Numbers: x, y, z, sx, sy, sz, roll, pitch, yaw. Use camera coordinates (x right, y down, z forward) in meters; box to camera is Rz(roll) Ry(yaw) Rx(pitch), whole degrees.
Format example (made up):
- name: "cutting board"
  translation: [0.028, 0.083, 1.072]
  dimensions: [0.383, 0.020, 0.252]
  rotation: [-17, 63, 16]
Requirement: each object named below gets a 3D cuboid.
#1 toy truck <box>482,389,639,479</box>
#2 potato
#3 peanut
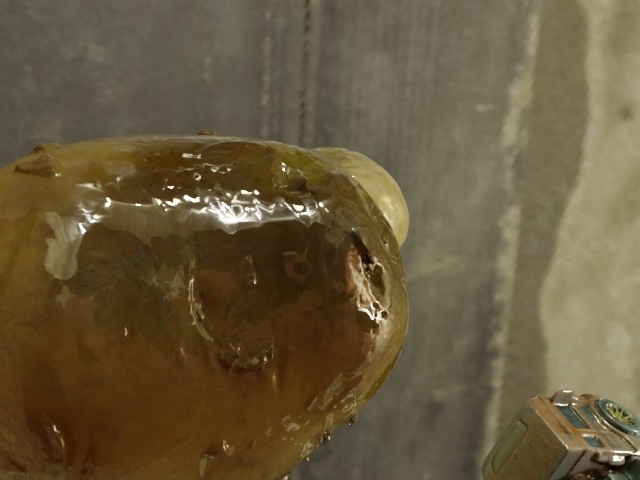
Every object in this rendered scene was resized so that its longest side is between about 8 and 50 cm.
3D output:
- name: "toy truck"
  translation: [0.218, 0.219, 1.071]
  dimensions: [0.140, 0.257, 0.108]
  rotation: [12, 118, -41]
- name: "potato"
  translation: [-0.047, 0.022, 0.544]
  dimensions: [0.200, 0.164, 0.081]
  rotation: [-15, 163, -34]
- name: "peanut"
  translation: [0.000, 0.000, 1.170]
  dimensions: [0.111, 0.274, 0.125]
  rotation: [-39, 89, -14]
